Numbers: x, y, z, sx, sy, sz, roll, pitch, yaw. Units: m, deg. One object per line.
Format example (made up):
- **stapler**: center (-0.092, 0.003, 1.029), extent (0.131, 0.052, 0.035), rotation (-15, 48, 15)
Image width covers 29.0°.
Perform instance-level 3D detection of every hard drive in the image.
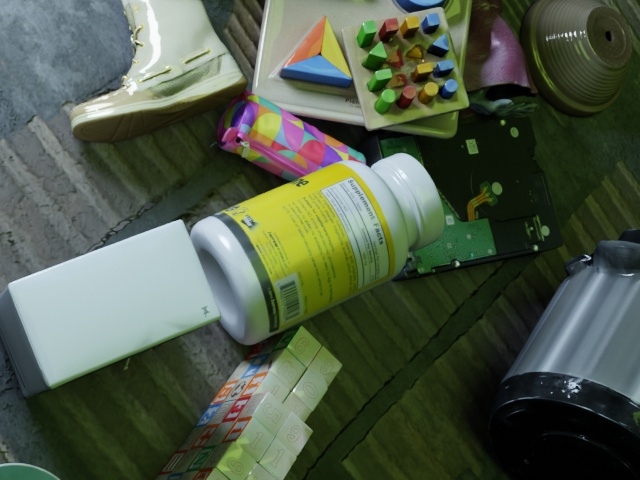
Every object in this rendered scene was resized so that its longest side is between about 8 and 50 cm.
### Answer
- **hard drive**: center (0.234, -0.072, 2.037), extent (0.339, 0.064, 0.236), rotation (-11, 83, -35)

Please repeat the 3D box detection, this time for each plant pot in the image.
- **plant pot**: center (0.485, -0.353, 2.246), extent (0.237, 0.110, 0.237), rotation (9, 72, -30)

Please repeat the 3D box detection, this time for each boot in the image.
- **boot**: center (-0.257, -0.262, 1.752), extent (0.262, 0.095, 0.203), rotation (-21, 80, -20)

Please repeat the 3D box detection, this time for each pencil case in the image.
- **pencil case**: center (-0.046, -0.134, 1.851), extent (0.236, 0.104, 0.104), rotation (24, 65, -25)

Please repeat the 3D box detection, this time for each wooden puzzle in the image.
- **wooden puzzle**: center (0.074, -0.345, 1.909), extent (0.322, 0.080, 0.347), rotation (9, 76, -5)

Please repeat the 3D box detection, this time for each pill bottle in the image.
- **pill bottle**: center (0.000, 0.000, 1.751), extent (0.334, 0.188, 0.187), rotation (-24, 91, -21)

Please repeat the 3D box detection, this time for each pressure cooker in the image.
- **pressure cooker**: center (0.502, 0.207, 1.955), extent (0.376, 0.370, 0.420), rotation (34, 58, 6)

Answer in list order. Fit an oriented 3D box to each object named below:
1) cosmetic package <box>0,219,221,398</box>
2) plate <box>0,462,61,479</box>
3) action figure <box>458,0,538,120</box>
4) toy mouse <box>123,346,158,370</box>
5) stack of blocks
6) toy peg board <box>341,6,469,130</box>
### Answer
- **cosmetic package**: center (-0.274, 0.089, 1.543), extent (0.224, 0.225, 0.138), rotation (-22, 89, -23)
- **plate**: center (-0.385, 0.372, 1.542), extent (0.188, 0.024, 0.188), rotation (9, 73, -32)
- **action figure**: center (0.249, -0.383, 2.087), extent (0.276, 0.248, 0.370), rotation (-15, 86, -8)
- **toy mouse**: center (-0.247, 0.078, 1.703), extent (0.161, 0.031, 0.143), rotation (-33, 97, -31)
- **stack of blocks**: center (-0.093, 0.256, 1.673), extent (0.087, 0.171, 0.297), rotation (46, 57, -15)
- **toy peg board**: center (0.131, -0.262, 1.828), extent (0.161, 0.079, 0.161), rotation (-13, 84, -9)
